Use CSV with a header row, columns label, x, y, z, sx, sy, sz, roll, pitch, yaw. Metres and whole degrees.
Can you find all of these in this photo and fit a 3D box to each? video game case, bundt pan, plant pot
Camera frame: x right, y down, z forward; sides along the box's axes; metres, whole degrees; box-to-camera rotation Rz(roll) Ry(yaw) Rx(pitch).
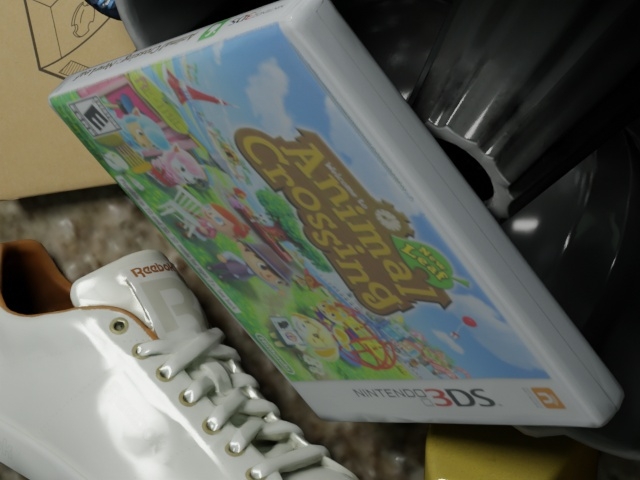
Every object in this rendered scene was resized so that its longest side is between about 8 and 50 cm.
label,x,y,z,sx,sy,sz,roll,pitch,yaw
video game case,0.000,0.000,0.678,0.193,0.023,0.212,-8,127,54
bundt pan,0.083,-0.066,0.639,0.331,0.124,0.331,29,151,18
plant pot,0.085,0.124,0.768,0.081,0.083,0.081,7,104,17

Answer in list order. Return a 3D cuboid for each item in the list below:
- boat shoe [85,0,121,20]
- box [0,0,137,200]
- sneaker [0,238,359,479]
label,x,y,z,sx,sy,sz,roll,pitch,yaw
boat shoe,-0.056,-0.221,0.716,0.109,0.089,0.258,28,102,16
box,-0.090,-0.113,0.805,0.201,0.021,0.164,-7,100,21
sneaker,-0.072,0.078,0.777,0.290,0.106,0.123,21,104,29
